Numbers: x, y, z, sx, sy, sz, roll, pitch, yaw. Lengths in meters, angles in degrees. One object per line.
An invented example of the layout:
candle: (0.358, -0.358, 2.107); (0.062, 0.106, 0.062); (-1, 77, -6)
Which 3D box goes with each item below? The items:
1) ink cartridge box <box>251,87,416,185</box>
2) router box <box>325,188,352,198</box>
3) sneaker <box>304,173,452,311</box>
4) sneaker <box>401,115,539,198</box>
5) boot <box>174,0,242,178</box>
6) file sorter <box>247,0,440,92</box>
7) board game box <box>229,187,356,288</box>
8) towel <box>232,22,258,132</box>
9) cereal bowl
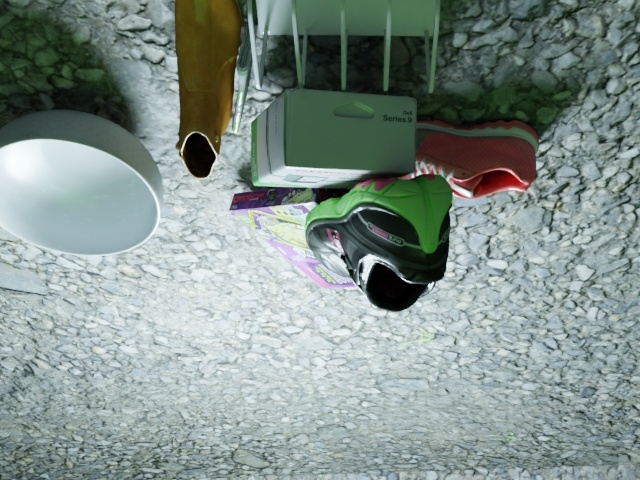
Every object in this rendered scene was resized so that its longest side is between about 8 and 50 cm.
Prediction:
ink cartridge box: (0.012, -0.156, 1.481); (0.211, 0.122, 0.289); (1, 178, -13)
router box: (0.075, -0.068, 1.795); (0.179, 0.046, 0.133); (32, 136, -33)
sneaker: (0.086, 0.023, 1.534); (0.185, 0.202, 0.483); (-4, 173, -11)
sneaker: (0.231, -0.137, 1.614); (0.313, 0.136, 0.116); (-3, 142, 9)
boot: (-0.180, -0.253, 1.425); (0.104, 0.211, 0.295); (2, 144, 0)
file sorter: (0.034, -0.330, 1.337); (0.277, 0.173, 0.193); (2, 143, 3)
board game box: (0.000, 0.000, 1.839); (0.208, 0.056, 0.347); (-8, 147, 32)
towel: (-0.128, -0.264, 1.489); (0.023, 0.113, 0.152); (12, 144, -4)
cereal bowl: (-0.450, -0.122, 1.684); (0.338, 0.141, 0.339); (3, 144, 2)
